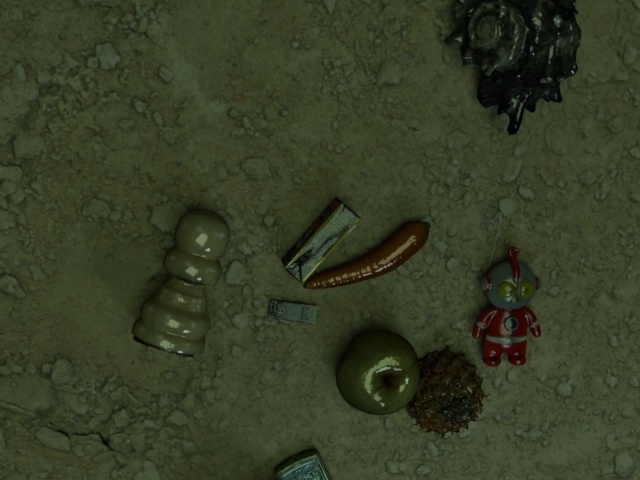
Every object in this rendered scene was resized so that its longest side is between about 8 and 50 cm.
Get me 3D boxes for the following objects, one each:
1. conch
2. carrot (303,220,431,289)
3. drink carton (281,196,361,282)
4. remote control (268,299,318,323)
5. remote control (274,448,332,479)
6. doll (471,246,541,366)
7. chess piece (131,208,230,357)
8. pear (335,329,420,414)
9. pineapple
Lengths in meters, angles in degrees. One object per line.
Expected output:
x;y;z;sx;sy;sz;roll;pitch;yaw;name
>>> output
0.348;-0.355;1.567;0.241;0.186;0.313;-5;124;19;conch
0.098;0.043;1.666;0.271;0.062;0.066;-32;138;2;carrot
0.000;0.000;1.630;0.056;0.071;0.165;40;94;-12;drink carton
-0.053;0.138;1.680;0.096;0.014;0.039;8;101;-10;remote control
-0.006;0.539;1.763;0.098;0.038;0.233;-25;104;-4;remote control
0.376;0.132;1.722;0.142;0.076;0.245;0;106;-10;doll
-0.239;0.070;1.576;0.143;0.143;0.260;19;94;-13;chess piece
0.113;0.253;1.672;0.167;0.136;0.167;-2;102;-12;pear
0.253;0.316;1.706;0.176;0.137;0.161;-43;106;0;pineapple
